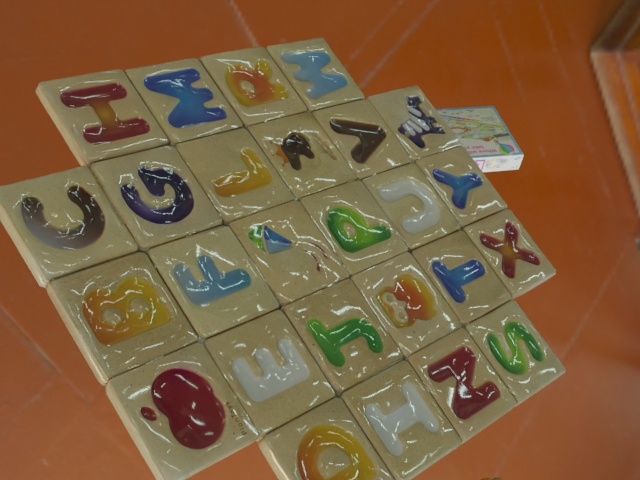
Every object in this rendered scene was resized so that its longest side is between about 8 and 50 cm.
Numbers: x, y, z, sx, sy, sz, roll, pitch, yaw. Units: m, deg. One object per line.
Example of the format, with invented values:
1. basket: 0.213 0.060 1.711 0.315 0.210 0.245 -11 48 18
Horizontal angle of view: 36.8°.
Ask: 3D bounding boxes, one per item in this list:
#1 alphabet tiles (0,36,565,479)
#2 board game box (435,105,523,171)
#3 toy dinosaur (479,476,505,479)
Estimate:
1. alphabet tiles: 0.000 0.000 0.568 0.343 0.011 0.285 -21 71 -43
2. board game box: 0.169 -0.128 1.237 0.154 0.103 0.026 -5 136 -15
3. toy dinosaur: 0.130 0.177 0.532 0.112 0.064 0.211 49 68 -13
